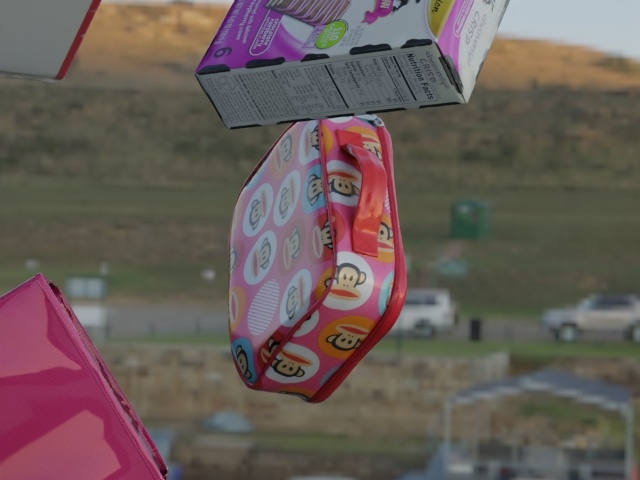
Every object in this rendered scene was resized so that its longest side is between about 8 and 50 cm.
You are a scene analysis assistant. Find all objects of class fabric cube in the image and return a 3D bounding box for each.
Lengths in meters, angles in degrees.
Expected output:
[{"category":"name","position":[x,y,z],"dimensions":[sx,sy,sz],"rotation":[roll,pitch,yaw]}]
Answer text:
[{"category":"fabric cube","position":[-0.333,0.212,1.938],"dimensions":[0.258,0.254,0.259],"rotation":[-32,-2,-6]}]

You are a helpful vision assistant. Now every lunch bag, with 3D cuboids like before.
[{"category":"lunch bag","position":[0.000,0.000,1.957],"dimensions":[0.120,0.293,0.258],"rotation":[16,-44,-23]}]

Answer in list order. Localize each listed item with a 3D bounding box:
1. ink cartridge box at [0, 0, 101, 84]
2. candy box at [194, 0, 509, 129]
[{"category":"ink cartridge box","position":[-0.344,-0.391,1.865],"dimensions":[0.160,0.279,0.385],"rotation":[3,41,-37]},{"category":"candy box","position":[0.030,-0.178,1.509],"dimensions":[0.233,0.159,0.071],"rotation":[-4,-45,31]}]
